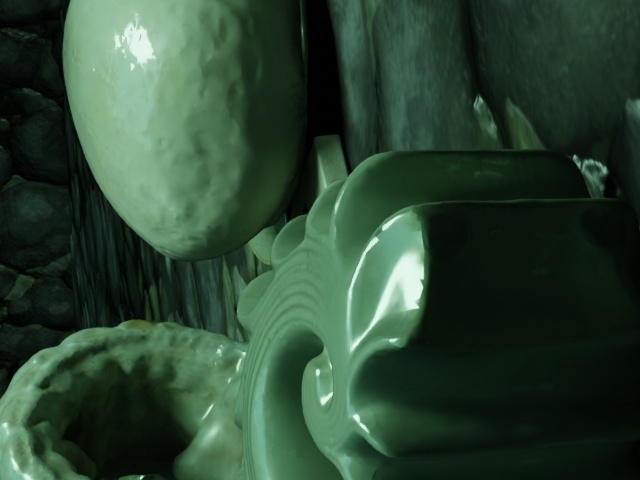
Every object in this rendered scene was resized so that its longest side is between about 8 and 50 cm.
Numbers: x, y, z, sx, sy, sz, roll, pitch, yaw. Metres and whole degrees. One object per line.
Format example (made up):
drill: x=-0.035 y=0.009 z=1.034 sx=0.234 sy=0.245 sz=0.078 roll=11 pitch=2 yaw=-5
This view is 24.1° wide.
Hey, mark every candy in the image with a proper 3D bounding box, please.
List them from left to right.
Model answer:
candy: x=-0.110 y=-0.127 z=1.179 sx=0.295 sy=0.185 sz=0.295 roll=-178 pitch=90 yaw=-76

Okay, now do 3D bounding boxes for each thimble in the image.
thimble: x=-0.145 y=0.212 z=1.325 sx=0.291 sy=0.291 sz=0.195 roll=-111 pitch=24 yaw=-44

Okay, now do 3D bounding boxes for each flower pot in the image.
flower pot: x=0.064 y=0.152 z=0.689 sx=0.254 sy=0.164 sz=0.367 roll=139 pitch=125 yaw=-67

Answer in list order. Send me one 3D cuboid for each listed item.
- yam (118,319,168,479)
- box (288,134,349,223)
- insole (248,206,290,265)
yam: x=-0.192 y=0.214 z=1.829 sx=0.330 sy=0.133 sz=0.133 roll=-110 pitch=19 yaw=-56
box: x=0.000 y=0.000 z=1.153 sx=0.167 sy=0.024 sz=0.090 roll=109 pitch=151 yaw=-60
insole: x=-0.061 y=-0.149 z=1.311 sx=0.119 sy=0.009 sz=0.348 roll=12 pitch=109 yaw=62
